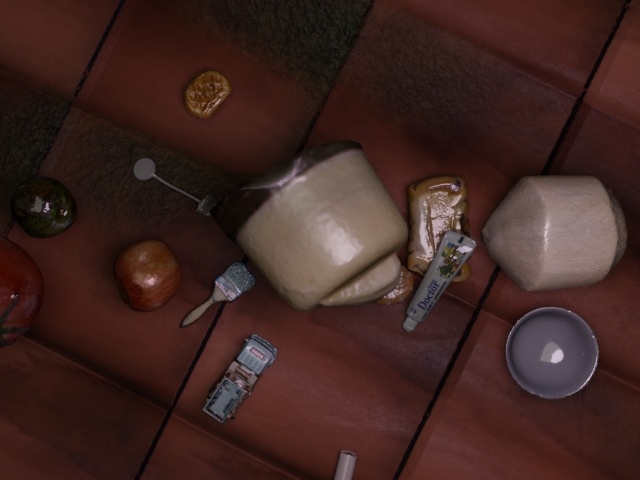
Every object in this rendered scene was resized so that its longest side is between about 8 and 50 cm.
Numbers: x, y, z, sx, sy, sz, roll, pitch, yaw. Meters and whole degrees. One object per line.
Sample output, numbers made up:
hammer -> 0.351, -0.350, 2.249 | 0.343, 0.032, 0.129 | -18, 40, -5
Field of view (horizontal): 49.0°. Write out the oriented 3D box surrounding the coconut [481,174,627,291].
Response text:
coconut -> 0.455, -0.018, 1.405 | 0.266, 0.237, 0.237 | -7, 88, -4

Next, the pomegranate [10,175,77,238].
pomegranate -> -0.586, -0.085, 1.492 | 0.126, 0.138, 0.163 | -25, 56, 10

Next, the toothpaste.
toothpaste -> 0.234, 0.090, 1.453 | 0.067, 0.037, 0.255 | 25, 118, -2

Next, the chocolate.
chocolate -> 0.000, 0.000, 1.357 | 0.326, 0.314, 0.297 | -25, 78, -1

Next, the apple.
apple -> -0.362, 0.071, 1.469 | 0.131, 0.146, 0.146 | -29, 87, -27

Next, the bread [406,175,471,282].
bread -> 0.249, -0.024, 1.486 | 0.134, 0.081, 0.225 | 0, 91, 5

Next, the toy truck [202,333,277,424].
toy truck -> -0.167, 0.287, 1.469 | 0.080, 0.115, 0.177 | 35, 88, 2

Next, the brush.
brush -> -0.229, 0.127, 1.525 | 0.196, 0.021, 0.070 | -40, 88, 2

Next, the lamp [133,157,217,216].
lamp -> -0.319, -0.117, 1.532 | 0.198, 0.056, 0.050 | 31, 90, 13

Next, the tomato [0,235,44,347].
tomato -> -0.703, 0.099, 1.420 | 0.265, 0.265, 0.264 | 0, 88, 1

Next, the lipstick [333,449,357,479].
lipstick -> 0.046, 0.516, 1.494 | 0.038, 0.038, 0.130 | 14, 88, 2

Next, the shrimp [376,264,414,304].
shrimp -> 0.109, 0.089, 1.504 | 0.184, 0.043, 0.091 | 6, 92, 1

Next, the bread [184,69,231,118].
bread -> -0.247, -0.319, 1.526 | 0.083, 0.044, 0.110 | 42, 88, 6

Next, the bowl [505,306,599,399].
bowl -> 0.474, 0.230, 1.470 | 0.189, 0.086, 0.189 | 0, 89, 3
